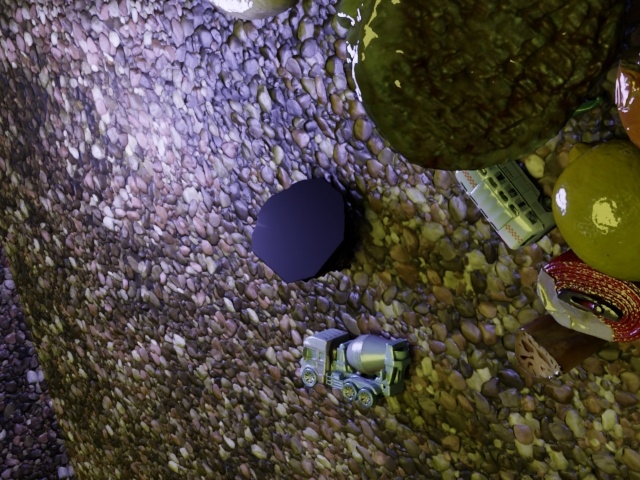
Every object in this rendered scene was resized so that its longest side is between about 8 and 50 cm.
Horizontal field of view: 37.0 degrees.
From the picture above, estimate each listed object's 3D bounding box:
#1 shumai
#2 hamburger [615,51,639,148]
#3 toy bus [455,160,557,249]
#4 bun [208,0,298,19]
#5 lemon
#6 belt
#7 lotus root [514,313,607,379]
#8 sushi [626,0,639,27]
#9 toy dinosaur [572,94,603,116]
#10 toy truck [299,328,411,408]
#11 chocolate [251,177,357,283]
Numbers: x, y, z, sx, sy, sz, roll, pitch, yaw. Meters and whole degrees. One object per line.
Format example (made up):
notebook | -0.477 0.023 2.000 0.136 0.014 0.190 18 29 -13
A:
shumai | 0.188 -0.316 1.301 0.348 0.394 0.395 -111 16 -61
hamburger | 0.521 -0.148 1.258 0.283 0.144 0.157 29 132 30
toy bus | 0.301 -0.077 1.578 0.194 0.089 0.087 54 140 10
bun | -0.121 -0.558 1.637 0.365 0.219 0.365 43 151 30
lemon | 0.439 -0.039 1.383 0.248 0.184 0.184 55 140 9
belt | 0.442 0.080 1.494 0.200 0.124 0.128 18 123 39
lotus root | 0.393 0.168 1.597 0.095 0.135 0.159 64 154 -2
sushi | 0.386 -0.400 1.269 0.161 0.107 0.241 39 149 33
toy dinosaur | 0.300 -0.212 1.518 0.291 0.120 0.079 5 106 19
toy truck | 0.076 0.254 2.009 0.256 0.108 0.140 14 109 40
chocolate | 0.000 0.000 1.939 0.224 0.206 0.177 40 -179 38
